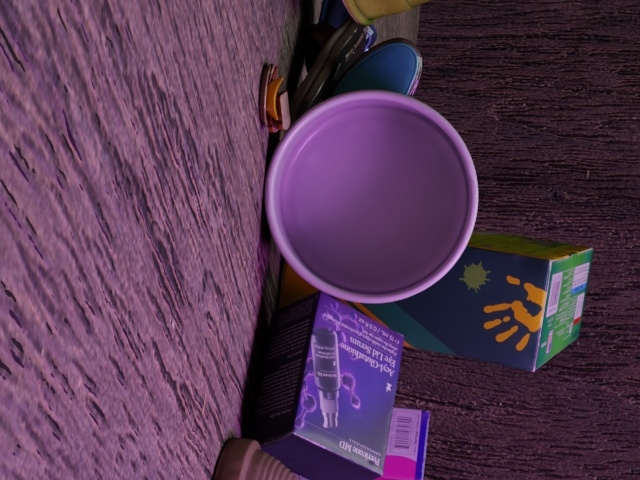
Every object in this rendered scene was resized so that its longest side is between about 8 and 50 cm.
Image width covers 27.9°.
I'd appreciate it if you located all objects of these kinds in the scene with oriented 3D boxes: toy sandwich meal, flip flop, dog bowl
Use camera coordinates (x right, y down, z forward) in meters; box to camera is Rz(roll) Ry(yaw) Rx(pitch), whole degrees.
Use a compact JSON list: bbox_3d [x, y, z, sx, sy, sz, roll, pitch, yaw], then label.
[{"bbox_3d":[-0.052,-0.170,1.539,0.085,0.029,0.085,5,90,-83],"label":"toy sandwich meal"},{"bbox_3d":[0.005,-0.259,1.801,0.112,0.080,0.277,94,20,-49],"label":"flip flop"},{"bbox_3d":[0.066,-0.054,1.631,0.104,0.265,0.265,8,88,-85],"label":"dog bowl"}]

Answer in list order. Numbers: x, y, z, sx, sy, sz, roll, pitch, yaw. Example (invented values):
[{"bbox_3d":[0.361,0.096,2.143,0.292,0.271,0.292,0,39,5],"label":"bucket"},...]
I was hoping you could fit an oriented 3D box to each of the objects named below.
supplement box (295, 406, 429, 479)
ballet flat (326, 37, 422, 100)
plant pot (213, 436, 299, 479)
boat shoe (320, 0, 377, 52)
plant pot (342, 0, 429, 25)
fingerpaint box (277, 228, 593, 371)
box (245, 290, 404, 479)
[{"bbox_3d":[0.051,0.316,1.969,0.114,0.220,0.111,83,14,-65],"label":"supplement box"},{"bbox_3d":[0.040,-0.159,1.755,0.280,0.095,0.096,-53,180,12],"label":"ballet flat"},{"bbox_3d":[-0.065,0.353,1.501,0.237,0.110,0.237,6,90,-82],"label":"plant pot"},{"bbox_3d":[0.046,-0.327,1.989,0.109,0.089,0.258,76,20,-70],"label":"boat shoe"},{"bbox_3d":[0.196,-0.488,1.669,0.366,0.353,0.366,-7,90,-74],"label":"plant pot"},{"bbox_3d":[0.188,0.066,1.934,0.445,0.371,0.163,-6,105,-72],"label":"fingerpaint box"},{"bbox_3d":[0.007,0.195,1.656,0.108,0.153,0.207,-27,-136,46],"label":"box"}]
